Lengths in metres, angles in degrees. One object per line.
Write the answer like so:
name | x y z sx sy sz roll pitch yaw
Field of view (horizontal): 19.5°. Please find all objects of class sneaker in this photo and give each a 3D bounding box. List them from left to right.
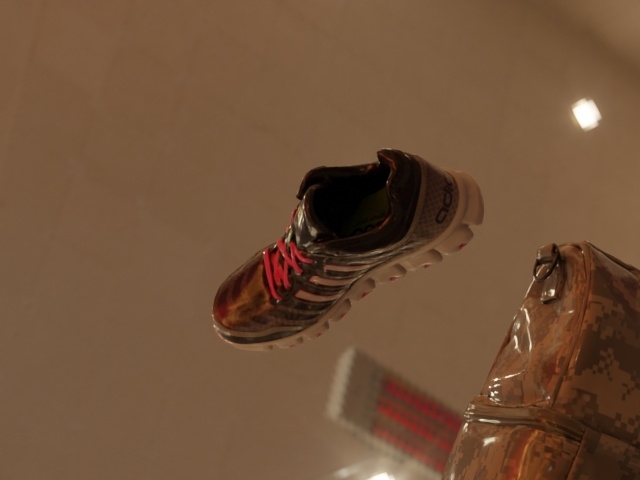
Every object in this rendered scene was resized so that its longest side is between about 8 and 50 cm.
sneaker | 0.000 0.000 1.000 0.075 0.170 0.063 36 -145 -44

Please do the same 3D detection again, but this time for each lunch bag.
lunch bag | 0.278 0.163 1.523 0.305 0.212 0.256 24 -98 -13
